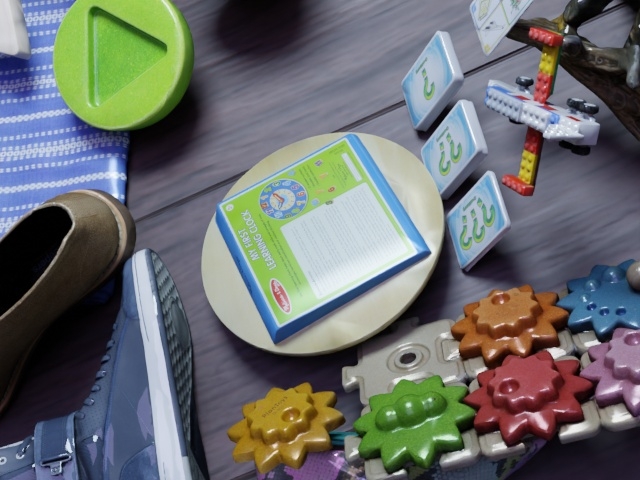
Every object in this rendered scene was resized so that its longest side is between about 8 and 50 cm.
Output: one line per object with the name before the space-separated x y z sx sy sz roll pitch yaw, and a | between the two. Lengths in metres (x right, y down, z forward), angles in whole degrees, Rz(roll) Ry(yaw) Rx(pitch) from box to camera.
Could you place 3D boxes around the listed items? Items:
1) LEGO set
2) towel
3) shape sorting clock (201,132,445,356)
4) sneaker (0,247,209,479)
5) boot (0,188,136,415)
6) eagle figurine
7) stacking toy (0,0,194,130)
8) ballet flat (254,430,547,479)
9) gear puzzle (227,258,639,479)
LEGO set | 0.120 -0.108 0.802 0.060 0.244 0.182 -2 64 -25
towel | -0.291 -0.090 1.018 0.243 0.040 0.336 -5 67 13
shape sorting clock | 0.000 0.000 0.891 0.206 0.040 0.206 -9 55 13
sneaker | -0.182 0.123 0.873 0.163 0.086 0.226 -13 67 8
boot | -0.284 0.075 0.887 0.112 0.115 0.305 44 99 6
eagle figurine | 0.279 -0.235 0.832 0.298 0.226 0.225 -50 44 -2
stacking toy | -0.173 -0.252 1.020 0.309 0.130 0.279 28 99 20
ballet flat | 0.057 0.171 0.799 0.222 0.077 0.079 -6 88 20
gear puzzle | 0.092 0.088 0.779 0.339 0.044 0.175 -15 30 9
